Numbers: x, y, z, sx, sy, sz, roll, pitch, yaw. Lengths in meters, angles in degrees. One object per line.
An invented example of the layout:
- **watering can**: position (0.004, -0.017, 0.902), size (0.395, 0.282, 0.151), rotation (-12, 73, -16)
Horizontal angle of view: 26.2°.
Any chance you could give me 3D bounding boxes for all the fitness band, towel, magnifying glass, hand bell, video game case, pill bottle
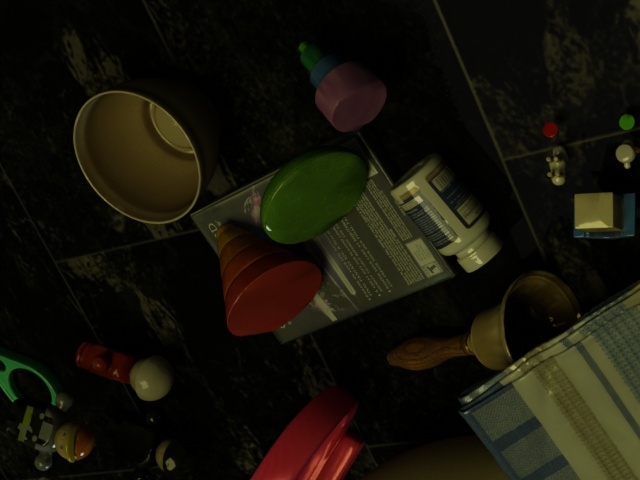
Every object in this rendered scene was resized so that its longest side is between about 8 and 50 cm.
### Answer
- **fitness band**: position (-0.040, 0.302, 1.641), size (0.054, 0.209, 0.291), rotation (34, 105, 20)
- **towel**: position (0.303, 0.157, 1.383), size (0.285, 0.034, 0.209), rotation (-35, 109, 8)
- **magnifying glass**: position (-0.457, 0.167, 1.938), size (0.231, 0.026, 0.092), rotation (39, 132, 3)
- **hand bell**: position (0.160, 0.115, 1.511), size (0.242, 0.126, 0.126), rotation (-18, 110, 50)
- **video game case**: position (0.000, 0.000, 1.561), size (0.274, 0.026, 0.196), rotation (-24, 106, 40)
- **pill bottle**: position (0.134, -0.027, 1.436), size (0.120, 0.067, 0.067), rotation (49, 131, -7)

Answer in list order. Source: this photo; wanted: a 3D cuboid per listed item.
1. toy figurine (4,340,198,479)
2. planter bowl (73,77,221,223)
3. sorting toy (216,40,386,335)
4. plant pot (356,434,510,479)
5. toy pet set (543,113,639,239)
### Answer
- **toy figurine**: position (-0.274, 0.255, 1.765), size (0.148, 0.209, 0.213), rotation (15, 128, 35)
- **planter bowl**: position (-0.177, -0.115, 1.530), size (0.162, 0.109, 0.162), rotation (15, 127, 21)
- **sorting toy**: position (-0.042, -0.063, 1.483), size (0.126, 0.127, 0.365), rotation (51, 135, 32)
- **plant pot**: position (0.185, 0.326, 1.533), size (0.284, 0.284, 0.191), rotation (43, 109, -2)
- **toy pet set**: position (0.286, -0.061, 1.347), size (0.122, 0.065, 0.114), rotation (-2, 84, 28)
